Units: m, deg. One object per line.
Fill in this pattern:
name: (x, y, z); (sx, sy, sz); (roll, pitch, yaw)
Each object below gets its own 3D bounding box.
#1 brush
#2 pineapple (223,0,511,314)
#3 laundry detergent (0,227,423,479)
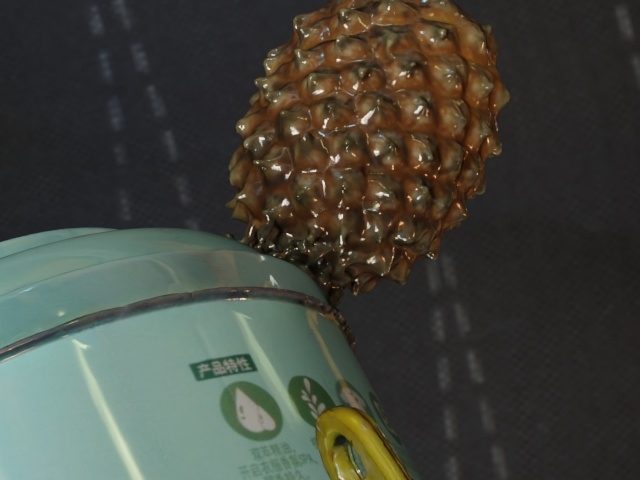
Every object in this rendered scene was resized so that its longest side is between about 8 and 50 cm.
brush: (0.057, 0.123, 0.377); (0.010, 0.082, 0.218); (-23, 62, -23)
pineapple: (0.000, 0.000, 1.061); (0.175, 0.175, 0.361); (52, 48, -37)
laundry detergent: (-0.077, 0.167, 0.691); (0.287, 0.287, 0.305); (14, 41, -56)
